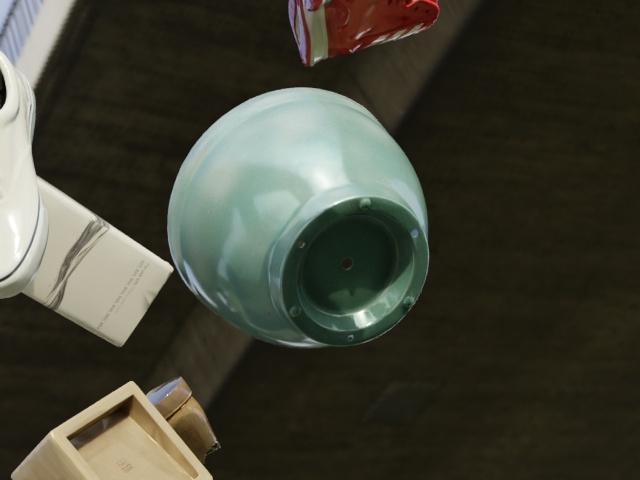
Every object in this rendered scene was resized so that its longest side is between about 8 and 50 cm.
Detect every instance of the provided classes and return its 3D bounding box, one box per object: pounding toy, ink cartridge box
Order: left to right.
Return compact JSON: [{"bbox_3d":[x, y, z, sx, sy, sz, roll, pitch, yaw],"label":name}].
[{"bbox_3d":[-0.328,-0.012,1.603,0.273,0.198,0.115,36,-95,-39],"label":"ink cartridge box"},{"bbox_3d":[-0.202,0.261,1.340,0.094,0.181,0.206,-46,-8,35],"label":"pounding toy"}]

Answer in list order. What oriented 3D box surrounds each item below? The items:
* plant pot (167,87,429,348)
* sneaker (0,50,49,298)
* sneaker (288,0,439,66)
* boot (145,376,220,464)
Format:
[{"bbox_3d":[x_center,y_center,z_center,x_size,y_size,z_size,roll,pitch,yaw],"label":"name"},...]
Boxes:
[{"bbox_3d":[0.000,0.000,1.584,0.293,0.196,0.293,-9,-65,-21],"label":"plant pot"},{"bbox_3d":[-0.315,-0.069,1.350,0.094,0.258,0.091,-17,-31,9],"label":"sneaker"},{"bbox_3d":[0.041,-0.236,1.252,0.128,0.087,0.221,-14,-16,-10],"label":"sneaker"},{"bbox_3d":[-0.250,0.282,1.932,0.305,0.115,0.112,-26,15,46],"label":"boot"}]
